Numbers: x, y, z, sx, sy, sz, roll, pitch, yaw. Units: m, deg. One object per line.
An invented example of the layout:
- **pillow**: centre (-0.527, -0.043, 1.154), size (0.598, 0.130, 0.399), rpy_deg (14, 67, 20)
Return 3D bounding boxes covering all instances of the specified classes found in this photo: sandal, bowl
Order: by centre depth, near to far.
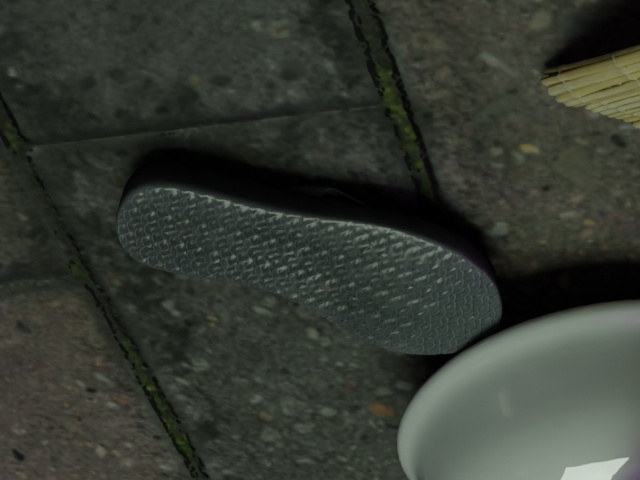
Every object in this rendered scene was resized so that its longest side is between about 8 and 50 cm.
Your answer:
- **sandal**: centre (0.000, -0.001, 1.227), size (0.254, 0.054, 0.097), rpy_deg (19, 128, -7)
- **bowl**: centre (0.204, 0.175, 1.287), size (0.298, 0.134, 0.298), rpy_deg (-3, 144, -2)

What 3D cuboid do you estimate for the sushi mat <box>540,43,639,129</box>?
- **sushi mat**: centre (0.240, -0.070, 0.995), size (0.151, 0.019, 0.316), rpy_deg (23, 171, -16)
